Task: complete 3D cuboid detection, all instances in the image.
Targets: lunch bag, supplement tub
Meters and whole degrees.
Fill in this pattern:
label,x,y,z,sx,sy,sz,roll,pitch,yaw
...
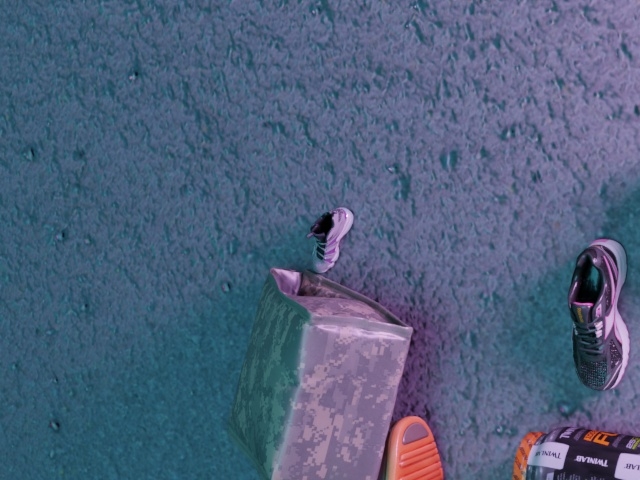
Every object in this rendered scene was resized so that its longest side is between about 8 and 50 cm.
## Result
label,x,y,z,sx,sy,sz,roll,pitch,yaw
lunch bag,-0.017,0.175,1.697,0.287,0.169,0.235,-148,69,-67
supplement tub,0.327,0.280,1.524,0.190,0.117,0.117,5,96,32

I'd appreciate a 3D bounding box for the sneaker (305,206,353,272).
label,x,y,z,sx,sy,sz,roll,pitch,yaw
sneaker,0.000,0.000,1.745,0.038,0.069,0.098,31,109,28

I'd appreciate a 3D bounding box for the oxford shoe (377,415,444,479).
label,x,y,z,sx,sy,sz,roll,pitch,yaw
oxford shoe,0.072,0.397,1.694,0.132,0.130,0.364,11,99,38

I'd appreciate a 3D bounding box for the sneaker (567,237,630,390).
label,x,y,z,sx,sy,sz,roll,pitch,yaw
sneaker,0.315,0.089,1.543,0.072,0.077,0.178,-2,93,34
